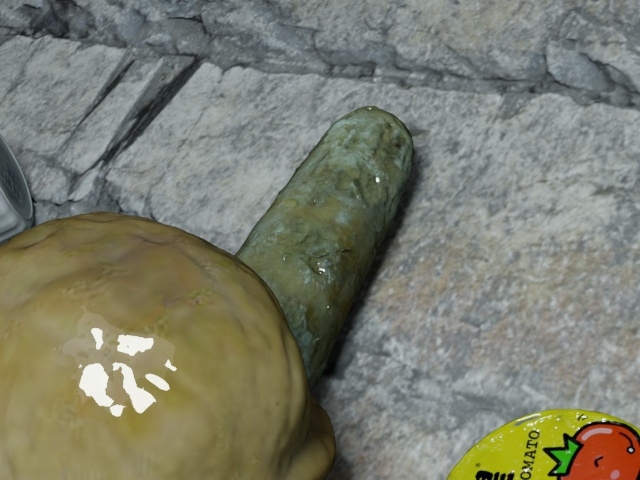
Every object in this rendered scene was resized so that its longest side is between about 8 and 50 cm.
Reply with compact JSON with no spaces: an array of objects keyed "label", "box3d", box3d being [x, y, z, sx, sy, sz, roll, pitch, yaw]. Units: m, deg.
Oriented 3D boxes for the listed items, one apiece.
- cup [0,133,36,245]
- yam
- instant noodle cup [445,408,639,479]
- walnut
[{"label":"cup","box3d":[-0.461,-0.059,1.572,0.202,0.167,0.221,-22,46,4]},{"label":"yam","box3d":[0.000,0.000,1.308,0.133,0.133,0.330,9,54,33]},{"label":"instant noodle cup","box3d":[0.189,0.239,0.984,0.182,0.144,0.182,-13,46,14]},{"label":"walnut","box3d":[-0.165,0.157,1.098,0.381,0.381,0.381,-14,46,16]}]
